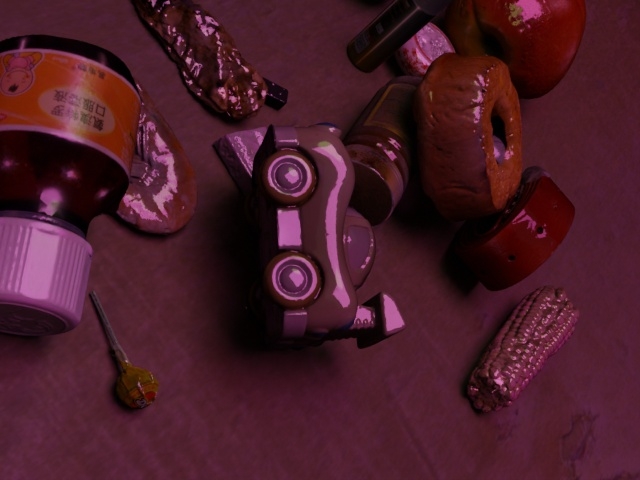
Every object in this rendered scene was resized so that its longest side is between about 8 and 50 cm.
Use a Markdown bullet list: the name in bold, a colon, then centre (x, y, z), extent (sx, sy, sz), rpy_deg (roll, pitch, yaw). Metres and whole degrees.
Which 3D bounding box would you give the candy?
- **candy**: centre (-0.293, 0.156, 1.380), extent (0.058, 0.062, 0.194), rpy_deg (-29, 71, -1)

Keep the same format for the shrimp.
- **shrimp**: centre (-0.306, -0.153, 1.527), extent (0.168, 0.077, 0.317), rpy_deg (-26, 86, -42)

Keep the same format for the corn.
- **corn**: centre (0.392, 0.207, 1.857), extent (0.335, 0.126, 0.126), rpy_deg (-36, 90, -41)

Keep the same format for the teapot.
- **teapot**: centre (0.238, -0.401, 2.090), extent (0.245, 0.116, 0.159), rpy_deg (46, 33, -5)

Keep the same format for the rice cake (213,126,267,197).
- **rice cake**: centre (-0.071, -0.067, 1.681), extent (0.106, 0.050, 0.298), rpy_deg (-24, 82, -44)

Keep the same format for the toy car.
- **toy car**: centre (0.000, 0.000, 1.512), extent (0.226, 0.242, 0.336), rpy_deg (1, 76, -12)

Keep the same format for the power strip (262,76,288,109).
- **power strip**: centre (-0.114, -0.286, 1.791), extent (0.111, 0.029, 0.038), rpy_deg (24, 53, -23)

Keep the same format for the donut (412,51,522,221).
- **donut**: centre (0.282, -0.194, 1.812), extent (0.317, 0.150, 0.299), rpy_deg (56, 46, -46)

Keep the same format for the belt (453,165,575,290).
- **belt**: centre (0.388, -0.032, 1.913), extent (0.115, 0.227, 0.324), rpy_deg (49, 33, -9)

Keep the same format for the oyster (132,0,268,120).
- **oyster**: centre (-0.227, -0.356, 1.707), extent (0.129, 0.078, 0.345), rpy_deg (-43, 92, -22)

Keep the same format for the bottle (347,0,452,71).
- **bottle**: centre (0.169, -0.452, 1.936), extent (0.082, 0.286, 0.082), rpy_deg (19, 55, -29)

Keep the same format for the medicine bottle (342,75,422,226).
- **medicine bottle**: centre (0.126, -0.181, 1.837), extent (0.151, 0.151, 0.322), rpy_deg (43, 46, -11)

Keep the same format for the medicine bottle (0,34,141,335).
- **medicine bottle**: centre (-0.380, -0.071, 1.320), extent (0.242, 0.242, 0.395), rpy_deg (14, 65, -33)

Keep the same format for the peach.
- **peach**: centre (0.454, -0.502, 2.194), extent (0.372, 0.290, 0.372), rpy_deg (17, 58, -30)
